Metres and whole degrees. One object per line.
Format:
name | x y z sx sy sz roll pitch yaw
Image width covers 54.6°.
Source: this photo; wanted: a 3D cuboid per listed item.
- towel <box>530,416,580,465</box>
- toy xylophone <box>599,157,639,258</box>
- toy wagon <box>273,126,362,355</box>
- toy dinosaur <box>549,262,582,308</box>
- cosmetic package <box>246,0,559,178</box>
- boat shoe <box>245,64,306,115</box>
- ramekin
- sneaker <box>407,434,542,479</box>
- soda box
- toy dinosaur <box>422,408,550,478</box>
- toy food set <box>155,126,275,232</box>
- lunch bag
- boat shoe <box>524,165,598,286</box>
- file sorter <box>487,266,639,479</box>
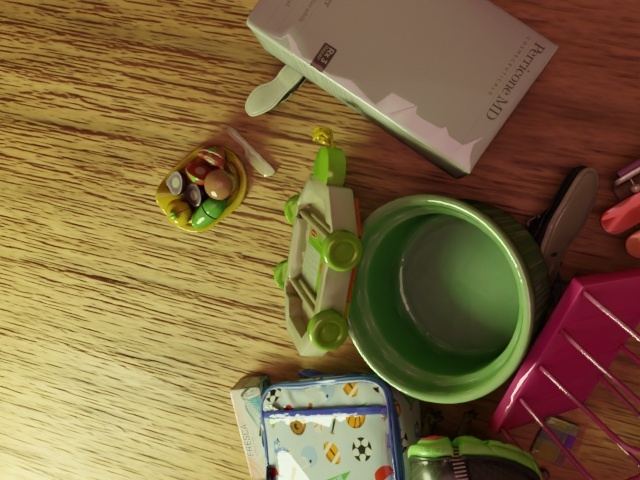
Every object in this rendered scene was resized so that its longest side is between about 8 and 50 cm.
towel | 0.401 0.342 1.061 0.060 0.009 0.083 19 104 10
toy xylophone | 0.578 -0.016 0.907 0.236 0.081 0.323 -41 90 17
toy wagon | 0.000 0.000 0.960 0.068 0.267 0.344 6 104 -18
toy dinosaur | 0.375 0.072 0.997 0.090 0.047 0.082 -21 75 29
cosmetic package | 0.114 -0.281 0.909 0.385 0.156 0.217 33 95 6
boat shoe | -0.072 -0.252 1.036 0.125 0.038 0.046 -41 80 16
ramekin | 0.192 0.076 0.938 0.303 0.148 0.303 7 102 36
sneaker | 0.219 0.445 0.858 0.185 0.202 0.483 -5 126 17
soda box | -0.113 0.349 1.160 0.063 0.058 0.183 -10 100 15
toy dinosaur | 0.238 0.409 1.060 0.295 0.127 0.200 -6 107 20
toy food set | -0.202 -0.097 1.081 0.218 0.071 0.128 -37 91 17
lunch bag | 0.024 0.334 1.032 0.303 0.115 0.243 -14 77 37
boat shoe | 0.347 -0.014 0.962 0.079 0.084 0.233 42 114 47
file sorter | 0.414 0.208 0.858 0.182 0.202 0.291 52 136 43
